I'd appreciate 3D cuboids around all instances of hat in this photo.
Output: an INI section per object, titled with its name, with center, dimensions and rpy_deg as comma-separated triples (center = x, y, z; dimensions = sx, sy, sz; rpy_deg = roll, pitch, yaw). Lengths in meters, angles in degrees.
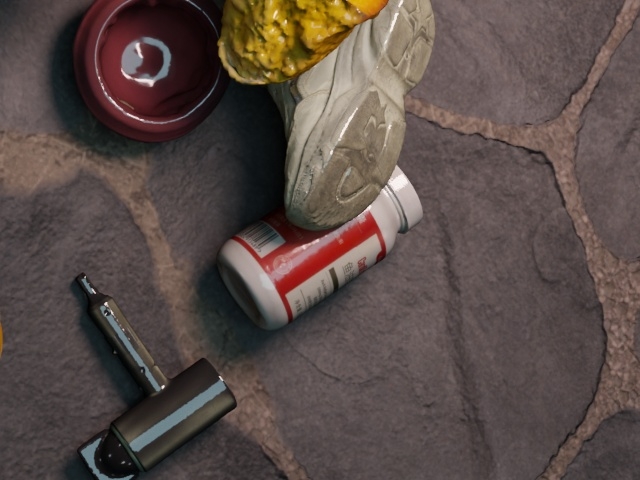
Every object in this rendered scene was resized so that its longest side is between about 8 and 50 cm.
[hat]
center = -0.205, -0.222, 1.703
dimensions = 0.205, 0.089, 0.205
rpy_deg = -1, 95, -16

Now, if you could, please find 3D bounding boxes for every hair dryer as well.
[hair dryer]
center = -0.249, 0.159, 1.718
dimensions = 0.195, 0.078, 0.248
rpy_deg = -34, 93, -15

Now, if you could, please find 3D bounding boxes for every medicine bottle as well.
[medicine bottle]
center = 0.000, 0.000, 1.761
dimensions = 0.250, 0.131, 0.131
rpy_deg = -33, 102, -16

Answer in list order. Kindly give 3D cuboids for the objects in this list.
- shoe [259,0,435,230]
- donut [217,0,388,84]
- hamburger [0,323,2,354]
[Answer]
[shoe]
center = 0.000, -0.174, 1.728
dimensions = 0.132, 0.210, 0.342
rpy_deg = 41, 65, -50
[donut]
center = -0.129, -0.376, 1.616
dimensions = 0.435, 0.163, 0.377
rpy_deg = 27, 41, -14
[hamburger]
center = -0.442, 0.114, 1.612
dimensions = 0.162, 0.115, 0.162
rpy_deg = -1, 92, -22
